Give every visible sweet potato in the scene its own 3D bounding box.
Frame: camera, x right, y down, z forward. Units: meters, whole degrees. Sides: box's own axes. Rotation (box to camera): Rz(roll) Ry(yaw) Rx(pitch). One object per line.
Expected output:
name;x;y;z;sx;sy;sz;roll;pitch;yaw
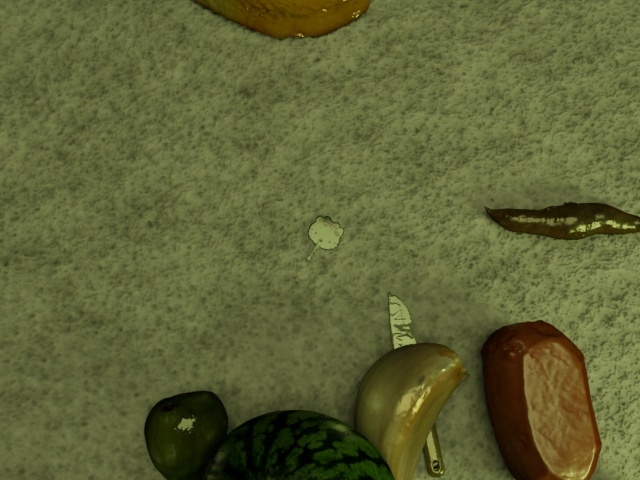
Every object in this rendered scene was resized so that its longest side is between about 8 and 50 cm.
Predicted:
sweet potato;0.406;-0.032;1.309;0.274;0.067;0.067;3;78;-2

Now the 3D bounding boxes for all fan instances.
fan;0.000;0.000;1.298;0.056;0.004;0.083;34;78;3

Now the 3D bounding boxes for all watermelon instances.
watermelon;-0.034;0.372;1.076;0.285;0.285;0.285;1;78;-4

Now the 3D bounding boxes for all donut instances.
donut;-0.099;-0.561;1.330;0.377;0.163;0.435;-15;80;-6

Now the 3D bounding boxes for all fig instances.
fig;-0.195;0.303;1.164;0.123;0.123;0.156;-7;91;-6

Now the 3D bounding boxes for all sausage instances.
sausage;0.333;0.255;1.200;0.153;0.141;0.268;-9;76;-6

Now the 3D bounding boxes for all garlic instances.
garlic;0.128;0.267;1.190;0.164;0.145;0.245;20;88;-17

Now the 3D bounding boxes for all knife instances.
knife;0.145;0.224;1.256;0.047;0.017;0.298;-11;79;3
